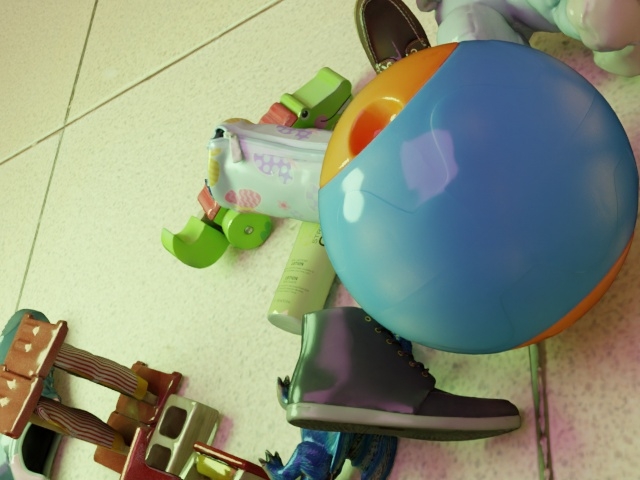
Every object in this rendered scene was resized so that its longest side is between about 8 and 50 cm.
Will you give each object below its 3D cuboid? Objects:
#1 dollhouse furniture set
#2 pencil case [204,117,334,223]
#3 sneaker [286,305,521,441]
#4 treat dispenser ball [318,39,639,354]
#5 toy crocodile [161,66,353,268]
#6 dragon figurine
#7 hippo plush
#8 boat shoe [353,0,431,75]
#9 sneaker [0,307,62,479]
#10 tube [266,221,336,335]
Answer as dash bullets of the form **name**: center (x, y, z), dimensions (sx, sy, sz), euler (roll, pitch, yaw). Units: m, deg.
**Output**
- **dollhouse furniture set**: center (-0.226, 0.212, 1.065), dimensions (0.374, 0.201, 0.152), euler (5, 68, 46)
- **pencil case**: center (-0.003, -0.082, 1.047), dimensions (0.273, 0.124, 0.113), euler (11, 50, 27)
- **sneaker**: center (0.082, 0.126, 0.844), dimensions (0.222, 0.083, 0.118), euler (5, 70, 3)
- **treat dispenser ball**: center (0.141, -0.039, 0.811), dimensions (0.288, 0.288, 0.288), euler (-24, 50, 32)
- **toy crocodile**: center (-0.085, -0.100, 1.209), dimensions (0.340, 0.105, 0.115), euler (-48, 41, 8)
- **dragon figurine**: center (0.020, 0.211, 0.916), dimensions (0.144, 0.085, 0.289), euler (-11, 56, 40)
- **hippo plush**: center (0.211, -0.279, 0.943), dimensions (0.237, 0.234, 0.294), euler (-21, 52, 33)
- **boat shoe**: center (0.104, -0.193, 1.011), dimensions (0.073, 0.207, 0.073), euler (-29, 21, 10)
- **sneaker**: center (-0.427, 0.244, 1.331), dimensions (0.131, 0.112, 0.318), euler (-12, 58, 19)
- **tube**: center (0.000, 0.000, 1.100), dimensions (0.062, 0.070, 0.240), euler (112, 180, -67)
